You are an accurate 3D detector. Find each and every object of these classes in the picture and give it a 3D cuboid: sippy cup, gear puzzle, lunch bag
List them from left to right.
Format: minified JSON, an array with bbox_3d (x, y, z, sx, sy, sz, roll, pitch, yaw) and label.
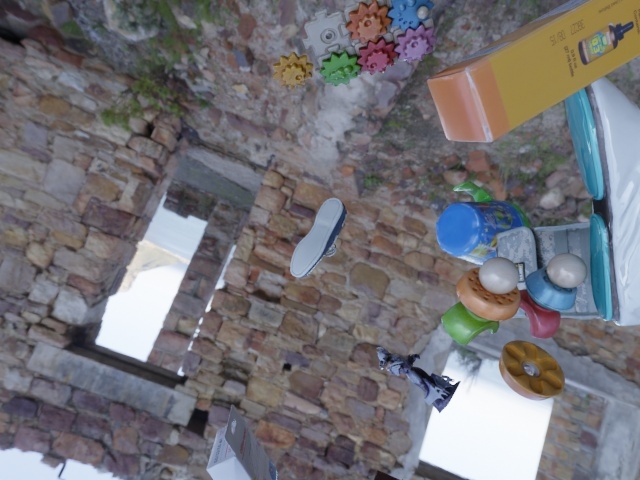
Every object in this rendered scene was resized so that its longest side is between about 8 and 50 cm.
[{"bbox_3d":[0.059,-0.380,0.825,0.339,0.044,0.175,-14,151,13],"label":"gear puzzle"},{"bbox_3d":[0.499,-0.026,1.324,0.224,0.240,0.305,6,-149,-35],"label":"sippy cup"},{"bbox_3d":[0.595,0.083,1.065,0.287,0.235,0.169,-7,166,35],"label":"lunch bag"}]

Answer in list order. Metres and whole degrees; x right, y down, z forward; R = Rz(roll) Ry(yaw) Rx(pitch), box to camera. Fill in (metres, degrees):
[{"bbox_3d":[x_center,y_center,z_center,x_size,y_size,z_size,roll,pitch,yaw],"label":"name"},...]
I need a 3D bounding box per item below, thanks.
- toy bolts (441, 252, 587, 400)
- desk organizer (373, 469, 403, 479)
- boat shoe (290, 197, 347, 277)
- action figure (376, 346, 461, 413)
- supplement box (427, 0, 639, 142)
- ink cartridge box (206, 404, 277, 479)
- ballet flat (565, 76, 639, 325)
[{"bbox_3d":[0.359,0.115,0.687,0.229,0.158,0.218,-15,-133,-28],"label":"toy bolts"},{"bbox_3d":[0.116,0.512,0.790,0.050,0.130,0.047,14,-165,20],"label":"desk organizer"},{"bbox_3d":[0.000,0.000,1.196,0.095,0.254,0.079,15,163,35],"label":"boat shoe"},{"bbox_3d":[0.308,0.436,1.383,0.285,0.099,0.185,30,-163,25],"label":"action figure"},{"bbox_3d":[0.235,-0.189,0.435,0.078,0.233,0.080,63,173,-19],"label":"supplement box"},{"bbox_3d":[-0.151,0.416,0.777,0.181,0.062,0.104,63,-177,-13],"label":"ink cartridge box"},{"bbox_3d":[0.460,-0.065,0.613,0.139,0.400,0.139,-15,-168,3],"label":"ballet flat"}]
